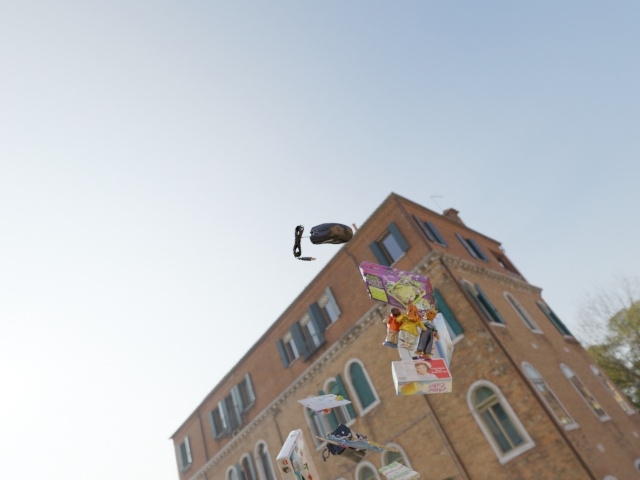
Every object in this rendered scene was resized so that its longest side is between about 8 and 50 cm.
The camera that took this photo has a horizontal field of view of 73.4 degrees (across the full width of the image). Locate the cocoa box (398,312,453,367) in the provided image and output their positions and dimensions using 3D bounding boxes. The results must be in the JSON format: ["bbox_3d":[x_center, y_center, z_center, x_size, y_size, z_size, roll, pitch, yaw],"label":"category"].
[{"bbox_3d":[0.595,0.582,2.422,0.228,0.231,0.347,-21,-2,23],"label":"cocoa box"}]

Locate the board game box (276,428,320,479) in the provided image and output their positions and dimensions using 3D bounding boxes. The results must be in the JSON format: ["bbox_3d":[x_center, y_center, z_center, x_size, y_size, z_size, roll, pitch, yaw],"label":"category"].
[{"bbox_3d":[-0.066,0.906,1.619,0.053,0.305,0.193,-20,1,14],"label":"board game box"}]

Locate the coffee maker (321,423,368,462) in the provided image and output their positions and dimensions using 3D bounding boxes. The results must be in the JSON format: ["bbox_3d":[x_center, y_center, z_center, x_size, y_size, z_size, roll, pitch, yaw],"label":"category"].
[{"bbox_3d":[0.114,0.942,1.965,0.171,0.120,0.178,-35,-51,11],"label":"coffee maker"}]

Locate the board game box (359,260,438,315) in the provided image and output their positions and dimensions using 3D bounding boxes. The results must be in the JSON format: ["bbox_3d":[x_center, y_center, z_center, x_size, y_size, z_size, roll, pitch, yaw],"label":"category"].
[{"bbox_3d":[0.341,0.214,1.902,0.056,0.347,0.208,-46,-51,-28],"label":"board game box"}]

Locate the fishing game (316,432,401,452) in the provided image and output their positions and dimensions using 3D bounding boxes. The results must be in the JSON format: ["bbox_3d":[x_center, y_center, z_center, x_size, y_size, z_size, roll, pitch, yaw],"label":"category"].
[{"bbox_3d":[0.108,0.630,1.349,0.189,0.041,0.264,27,-32,-24],"label":"fishing game"}]

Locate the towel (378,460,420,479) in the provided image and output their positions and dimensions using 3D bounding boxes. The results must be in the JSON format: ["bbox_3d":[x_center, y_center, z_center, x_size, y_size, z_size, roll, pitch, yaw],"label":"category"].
[{"bbox_3d":[0.347,1.025,1.899,0.113,0.023,0.152,-2,-1,-34],"label":"towel"}]

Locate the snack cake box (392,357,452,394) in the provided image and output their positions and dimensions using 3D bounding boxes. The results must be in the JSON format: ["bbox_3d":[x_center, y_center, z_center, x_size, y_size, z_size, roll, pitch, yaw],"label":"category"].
[{"bbox_3d":[0.495,0.668,2.113,0.264,0.152,0.089,-4,-68,1],"label":"snack cake box"}]

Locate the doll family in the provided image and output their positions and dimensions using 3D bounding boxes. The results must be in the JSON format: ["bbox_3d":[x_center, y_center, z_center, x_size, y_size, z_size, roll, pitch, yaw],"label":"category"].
[{"bbox_3d":[0.347,0.313,1.499,0.263,0.163,0.118,26,-26,-24],"label":"doll family"}]

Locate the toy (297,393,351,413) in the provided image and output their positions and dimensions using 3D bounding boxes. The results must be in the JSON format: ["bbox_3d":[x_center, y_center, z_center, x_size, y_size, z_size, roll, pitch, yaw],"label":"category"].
[{"bbox_3d":[0.020,0.796,2.066,0.237,0.137,0.056,4,-90,-43],"label":"toy"}]

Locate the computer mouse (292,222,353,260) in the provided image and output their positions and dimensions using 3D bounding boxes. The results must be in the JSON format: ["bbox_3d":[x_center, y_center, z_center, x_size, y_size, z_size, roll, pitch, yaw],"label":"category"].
[{"bbox_3d":[0.000,0.000,1.798,0.262,0.184,0.060,1,-31,15],"label":"computer mouse"}]
